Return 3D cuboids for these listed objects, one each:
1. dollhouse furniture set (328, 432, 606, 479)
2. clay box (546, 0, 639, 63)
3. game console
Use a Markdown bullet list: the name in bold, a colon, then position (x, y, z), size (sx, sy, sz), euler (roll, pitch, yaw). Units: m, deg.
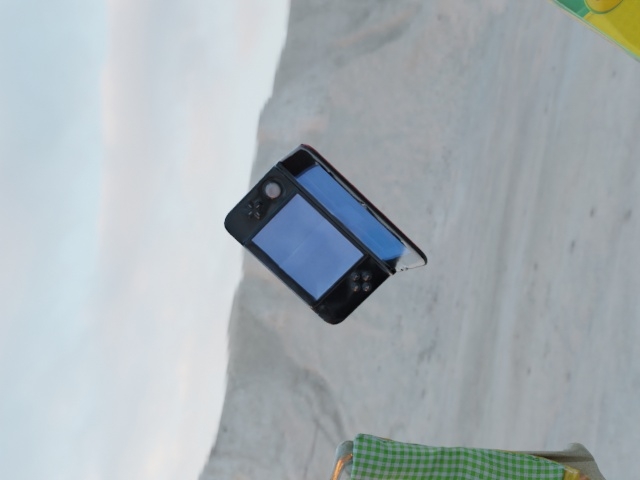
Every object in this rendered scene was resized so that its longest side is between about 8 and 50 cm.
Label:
- **dollhouse furniture set**: position (0.084, 0.290, 0.736), size (0.151, 0.198, 0.301), euler (-103, 23, -46)
- **clay box**: position (0.230, -0.145, 0.574), size (0.127, 0.222, 0.053), euler (-56, -1, 15)
- **game console**: position (0.000, 0.000, 0.872), size (0.124, 0.144, 0.085), euler (-45, 8, 14)
